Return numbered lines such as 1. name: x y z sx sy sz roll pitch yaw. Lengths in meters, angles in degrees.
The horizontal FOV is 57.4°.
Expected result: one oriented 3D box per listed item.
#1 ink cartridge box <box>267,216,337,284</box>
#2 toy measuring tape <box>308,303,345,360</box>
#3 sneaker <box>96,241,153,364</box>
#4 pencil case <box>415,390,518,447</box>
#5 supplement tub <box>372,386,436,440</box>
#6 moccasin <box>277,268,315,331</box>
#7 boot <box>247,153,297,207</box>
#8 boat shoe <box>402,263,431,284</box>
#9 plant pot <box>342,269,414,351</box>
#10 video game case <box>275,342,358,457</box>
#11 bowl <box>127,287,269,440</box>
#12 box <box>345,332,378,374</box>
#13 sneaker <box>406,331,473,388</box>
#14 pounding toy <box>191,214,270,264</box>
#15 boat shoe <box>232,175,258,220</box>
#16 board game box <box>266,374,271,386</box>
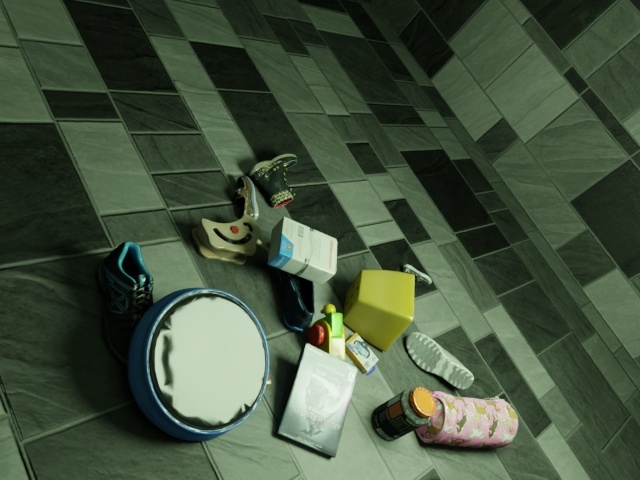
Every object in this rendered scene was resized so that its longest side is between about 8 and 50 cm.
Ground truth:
1. ink cartridge box: -0.055 0.035 1.864 0.203 0.086 0.148 24 47 -22
2. toy measuring tape: 0.020 0.365 1.844 0.121 0.121 0.329 10 73 -36
3. sneaker: -0.488 0.163 1.505 0.125 0.140 0.340 -2 59 -46
4. pencil case: 0.492 0.608 1.981 0.386 0.160 0.167 14 40 -32
5. supplement tub: 0.261 0.533 1.810 0.117 0.190 0.117 24 43 -25
6. moccasin: -0.055 0.136 1.937 0.138 0.117 0.341 15 47 -33
7. boot: -0.144 -0.226 2.208 0.236 0.085 0.178 -25 77 -44
8. boat shoe: 0.391 0.148 2.393 0.142 0.049 0.040 32 59 -14
9. plant pot: 0.192 0.222 2.032 0.187 0.212 0.212 21 43 -9
10. video game case: -0.005 0.463 1.704 0.196 0.026 0.274 30 58 -19
11. bowl: -0.295 0.309 1.502 0.391 0.077 0.390 17 65 -39
12. box: 0.138 0.384 1.964 0.136 0.028 0.081 49 38 7
13. sneaker: 0.426 0.439 2.147 0.281 0.105 0.115 40 5 0
14. pounding toy: -0.257 -0.025 1.867 0.270 0.155 0.154 13 53 -34
15. boat shoe: -0.268 -0.153 2.043 0.066 0.066 0.183 4 54 -39
16. board game box: -0.235 0.305 1.695 0.124 0.039 0.259 4 51 -41
